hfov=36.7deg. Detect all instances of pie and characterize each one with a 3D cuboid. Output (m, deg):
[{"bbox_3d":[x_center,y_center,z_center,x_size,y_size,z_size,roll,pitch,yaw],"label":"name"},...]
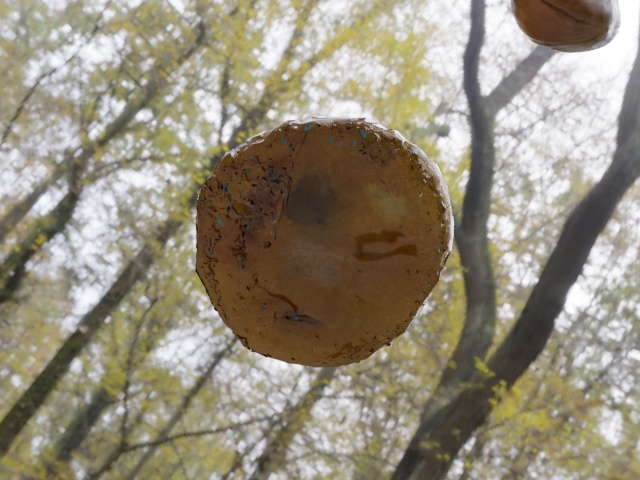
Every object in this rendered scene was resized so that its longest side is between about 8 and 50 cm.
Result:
[{"bbox_3d":[0.000,0.000,0.925,0.273,0.069,0.274,2,-67,4],"label":"pie"}]

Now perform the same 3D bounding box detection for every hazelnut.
[{"bbox_3d":[0.347,-0.325,1.360,0.150,0.150,0.150,24,-32,17],"label":"hazelnut"}]
